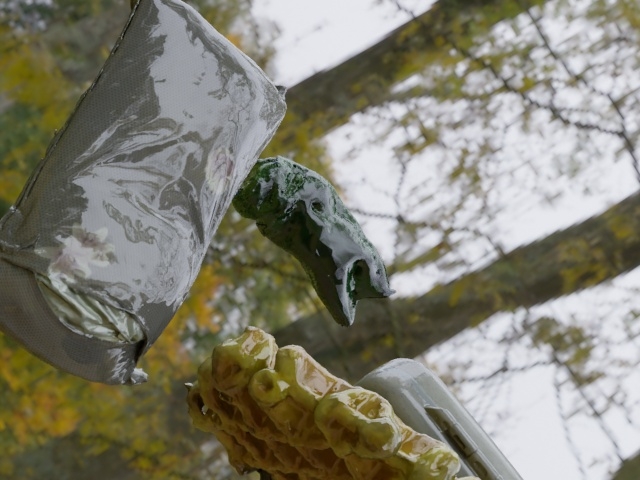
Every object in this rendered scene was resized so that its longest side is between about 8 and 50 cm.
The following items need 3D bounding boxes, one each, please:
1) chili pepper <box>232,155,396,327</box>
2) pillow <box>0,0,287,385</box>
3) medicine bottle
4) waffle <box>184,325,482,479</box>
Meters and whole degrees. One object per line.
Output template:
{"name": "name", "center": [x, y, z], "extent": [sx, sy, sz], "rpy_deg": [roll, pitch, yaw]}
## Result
{"name": "chili pepper", "center": [0.001, 0.000, 1.413], "extent": [0.224, 0.098, 0.061], "rpy_deg": [46, -18, -24]}
{"name": "pillow", "center": [-0.115, -0.036, 0.854], "extent": [0.169, 0.255, 0.059], "rpy_deg": [38, -21, -33]}
{"name": "medicine bottle", "center": [0.151, 0.351, 1.785], "extent": [0.375, 0.123, 0.282], "rpy_deg": [51, -48, 10]}
{"name": "waffle", "center": [0.026, 0.177, 0.944], "extent": [0.283, 0.065, 0.309], "rpy_deg": [32, -29, 15]}
